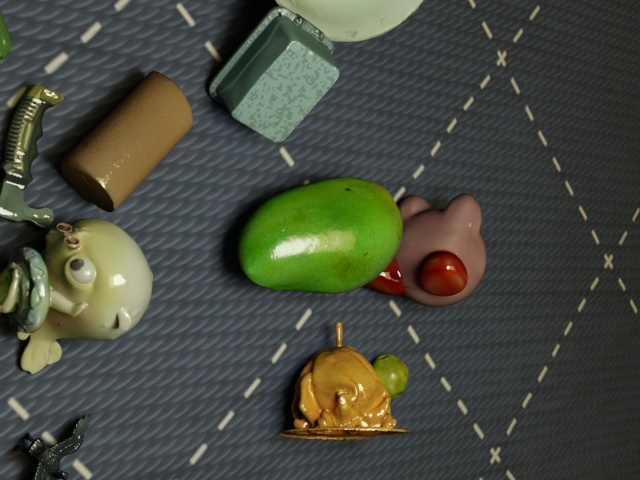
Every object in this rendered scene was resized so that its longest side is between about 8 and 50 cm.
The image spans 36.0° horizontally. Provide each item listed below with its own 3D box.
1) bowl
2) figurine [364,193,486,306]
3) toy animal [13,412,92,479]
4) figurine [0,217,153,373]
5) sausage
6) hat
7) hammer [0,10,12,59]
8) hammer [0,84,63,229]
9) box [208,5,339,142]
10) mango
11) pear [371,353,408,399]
[{"bbox_3d":[0.024,-0.617,1.893,0.434,0.196,0.435,-15,120,-27],"label":"bowl"},{"bbox_3d":[0.241,0.049,2.113,0.261,0.269,0.211,-57,132,-38],"label":"figurine"},{"bbox_3d":[-0.449,0.361,1.611,0.108,0.062,0.220,54,52,-27],"label":"toy animal"},{"bbox_3d":[-0.466,0.101,1.540,0.394,0.226,0.274,-3,121,-35],"label":"figurine"},{"bbox_3d":[-0.319,-0.173,1.676,0.253,0.123,0.123,-52,122,-27],"label":"sausage"},{"bbox_3d":[0.047,0.274,1.971,0.233,0.244,0.233,18,65,-48],"label":"hat"},{"bbox_3d":[-0.546,-0.437,1.492,0.206,0.119,0.335,-32,118,-36],"label":"hammer"},{"bbox_3d":[-0.483,-0.143,1.589,0.158,0.041,0.226,23,76,-41],"label":"hammer"},{"bbox_3d":[-0.082,-0.302,1.828,0.162,0.130,0.227,29,114,-38],"label":"box"},{"bbox_3d":[0.000,0.000,1.912,0.382,0.201,0.225,-17,108,-37],"label":"mango"},{"bbox_3d":[0.149,0.297,2.124,0.092,0.092,0.097,-33,111,-36],"label":"pear"}]
